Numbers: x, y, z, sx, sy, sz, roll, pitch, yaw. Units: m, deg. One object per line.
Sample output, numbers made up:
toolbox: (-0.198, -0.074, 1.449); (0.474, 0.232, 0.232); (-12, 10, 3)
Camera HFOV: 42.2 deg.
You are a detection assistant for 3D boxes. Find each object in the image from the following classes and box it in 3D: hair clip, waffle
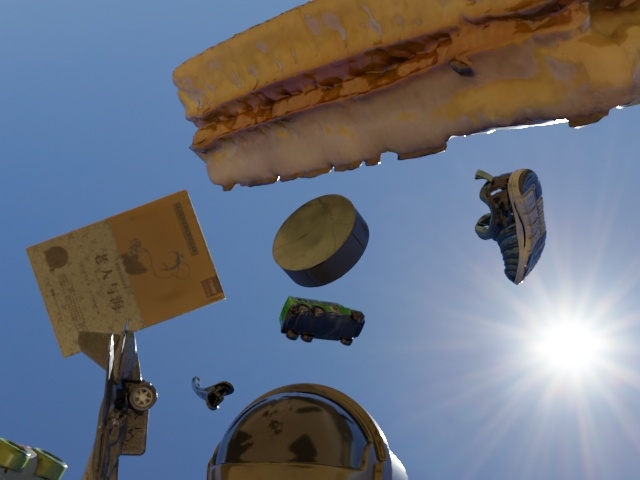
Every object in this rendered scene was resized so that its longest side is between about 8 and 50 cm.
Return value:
hair clip: (-0.262, 0.334, 1.865); (0.070, 0.039, 0.229); (-45, -163, -20)
waffle: (0.094, -0.123, 0.541); (0.261, 0.113, 0.376); (-25, -167, -36)

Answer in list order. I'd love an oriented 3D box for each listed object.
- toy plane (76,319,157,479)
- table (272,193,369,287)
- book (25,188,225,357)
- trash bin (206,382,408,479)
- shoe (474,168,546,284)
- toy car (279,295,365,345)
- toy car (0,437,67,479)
toy plane: (-0.229, 0.231, 0.931); (0.088, 0.212, 0.267); (0, -105, -13)
table: (0.000, 0.000, 1.148); (0.134, 0.043, 0.133); (-23, -139, 21)
book: (-0.434, 0.073, 1.845); (0.389, 0.268, 0.032); (-21, 175, -1)
trash bin: (-0.006, 0.291, 1.001); (0.214, 0.334, 0.214); (-8, -115, 18)
shoe: (0.308, -0.024, 1.356); (0.106, 0.207, 0.091); (5, -148, 35)
toy car: (0.003, 0.148, 1.549); (0.165, 0.071, 0.062); (10, -152, -27)
toy car: (-0.581, 0.390, 1.412); (0.235, 0.235, 0.145); (17, -108, 38)
